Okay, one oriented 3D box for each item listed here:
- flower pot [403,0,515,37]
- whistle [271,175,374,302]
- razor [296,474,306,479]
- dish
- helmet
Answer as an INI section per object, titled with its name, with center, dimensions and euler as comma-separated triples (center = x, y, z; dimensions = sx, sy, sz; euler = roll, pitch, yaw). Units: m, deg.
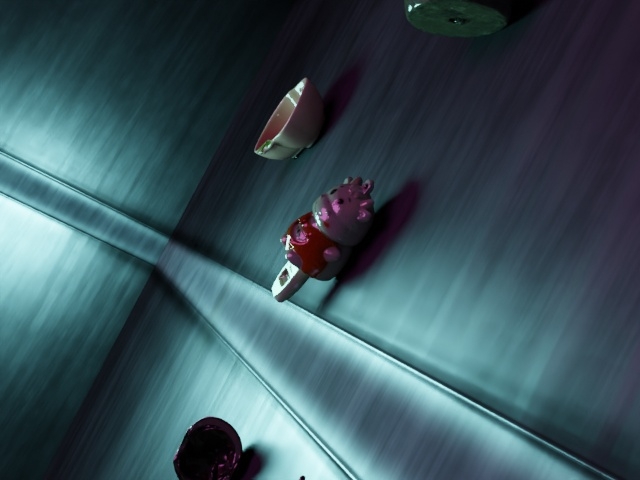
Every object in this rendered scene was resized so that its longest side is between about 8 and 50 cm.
[flower pot]
center = 0.198, -0.375, 0.906
dimensions = 0.235, 0.235, 0.148
euler = -174, 91, -68
[whistle]
center = 0.001, 0.000, 1.003
dimensions = 0.253, 0.106, 0.101
euler = -51, 6, 26
[razor]
center = -0.047, 0.380, 0.699
dimensions = 0.082, 0.042, 0.253
euler = -49, 24, 27
[dish]
center = -0.059, -0.261, 1.503
dimensions = 0.213, 0.090, 0.213
euler = -48, 22, 27
[helmet]
center = -0.163, 0.323, 0.993
dimensions = 0.123, 0.098, 0.070
euler = -56, -11, 2
